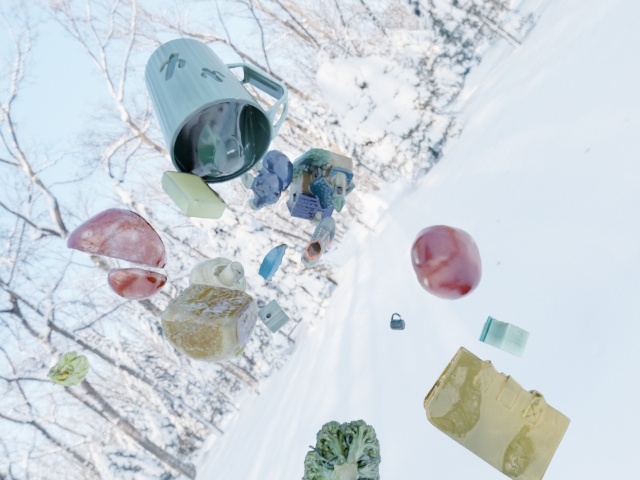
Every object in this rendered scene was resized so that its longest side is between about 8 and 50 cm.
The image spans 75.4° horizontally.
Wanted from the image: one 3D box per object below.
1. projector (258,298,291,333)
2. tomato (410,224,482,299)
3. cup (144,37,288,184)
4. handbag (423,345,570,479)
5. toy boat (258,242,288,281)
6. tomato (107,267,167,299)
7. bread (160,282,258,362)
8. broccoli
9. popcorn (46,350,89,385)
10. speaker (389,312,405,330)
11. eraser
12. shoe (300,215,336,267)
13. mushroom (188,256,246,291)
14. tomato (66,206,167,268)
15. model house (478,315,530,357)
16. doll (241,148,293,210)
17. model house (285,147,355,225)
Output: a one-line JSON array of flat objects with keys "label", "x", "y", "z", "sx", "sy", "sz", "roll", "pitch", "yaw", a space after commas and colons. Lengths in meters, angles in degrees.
[{"label": "projector", "x": -0.166, "y": 0.271, "z": 1.479, "sx": 0.082, "sy": 0.083, "sz": 0.083, "roll": -39, "pitch": -41, "yaw": -8}, {"label": "tomato", "x": 0.477, "y": 0.078, "z": 1.551, "sx": 0.226, "sy": 0.299, "sz": 0.299, "roll": -19, "pitch": 23, "yaw": 37}, {"label": "cup", "x": -0.327, "y": -0.409, "z": 1.316, "sx": 0.400, "sy": 0.392, "sz": 0.310, "roll": -6, "pitch": -37, "yaw": -41}, {"label": "handbag", "x": 0.573, "y": 0.571, "z": 1.372, "sx": 0.283, "sy": 0.400, "sz": 0.133, "roll": -57, "pitch": -13, "yaw": -1}, {"label": "toy boat", "x": -0.204, "y": 0.093, "z": 1.832, "sx": 0.077, "sy": 0.075, "sz": 0.186, "roll": 2, "pitch": -63, "yaw": -61}, {"label": "tomato", "x": -0.609, "y": 0.152, "z": 1.379, "sx": 0.174, "sy": 0.166, "sz": 0.082, "roll": -16, "pitch": 56, "yaw": 25}, {"label": "bread", "x": -0.311, "y": 0.234, "z": 1.165, "sx": 0.195, "sy": 0.246, "sz": 0.176, "roll": -53, "pitch": -32, "yaw": -60}, {"label": "broccoli", "x": 0.083, "y": 0.836, "z": 1.555, "sx": 0.283, "sy": 0.303, "sz": 0.322, "roll": 82, "pitch": -168, "yaw": -76}, {"label": "popcorn", "x": -1.014, "y": 0.525, "z": 1.683, "sx": 0.141, "sy": 0.136, "sz": 0.162, "roll": -39, "pitch": 22, "yaw": -20}, {"label": "speaker", "x": 0.403, "y": 0.432, "z": 2.188, "sx": 0.075, "sy": 0.095, "sz": 0.060, "roll": -8, "pitch": 31, "yaw": 35}, {"label": "eraser", "x": -0.350, "y": -0.125, "z": 1.137, "sx": 0.117, "sy": 0.172, "sz": 0.058, "roll": 0, "pitch": -57, "yaw": -48}, {"label": "shoe", "x": 0.001, "y": -0.001, "z": 1.379, "sx": 0.195, "sy": 0.074, "sz": 0.077, "roll": -60, "pitch": 0, "yaw": -18}, {"label": "mushroom", "x": -0.411, "y": 0.164, "z": 1.727, "sx": 0.234, "sy": 0.253, "sz": 0.260, "roll": -44, "pitch": 41, "yaw": 29}, {"label": "tomato", "x": -0.341, "y": -0.008, "z": 0.721, "sx": 0.139, "sy": 0.159, "sz": 0.092, "roll": 2, "pitch": 74, "yaw": 58}, {"label": "model house", "x": 0.646, "y": 0.341, "z": 1.495, "sx": 0.149, "sy": 0.127, "sz": 0.101, "roll": 7, "pitch": 73, "yaw": 63}, {"label": "doll", "x": -0.206, "y": -0.256, "z": 1.694, "sx": 0.228, "sy": 0.153, "sz": 0.259, "roll": 79, "pitch": -159, "yaw": -47}, {"label": "model house", "x": -0.006, "y": -0.221, "z": 1.870, "sx": 0.312, "sy": 0.245, "sz": 0.281, "roll": -18, "pitch": 65, "yaw": 57}]
